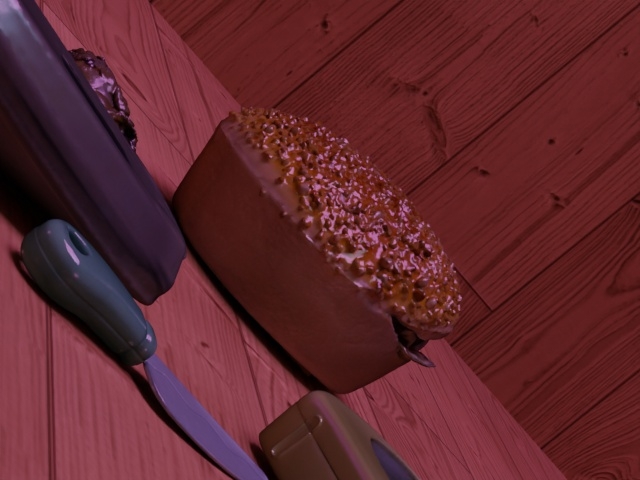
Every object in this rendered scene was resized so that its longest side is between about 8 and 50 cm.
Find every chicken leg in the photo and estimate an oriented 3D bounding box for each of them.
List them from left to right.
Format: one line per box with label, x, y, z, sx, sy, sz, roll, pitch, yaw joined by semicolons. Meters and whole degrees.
chicken leg;-0.172;-0.072;1.571;0.198;0.069;0.085;61;-14;26

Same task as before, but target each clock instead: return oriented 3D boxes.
clock;0.057;0.219;1.421;0.232;0.069;0.170;47;6;-41

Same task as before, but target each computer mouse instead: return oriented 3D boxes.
computer mouse;-0.201;-0.096;1.322;0.331;0.095;0.197;58;4;-20

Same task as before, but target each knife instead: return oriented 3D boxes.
knife;-0.100;0.086;1.259;0.260;0.035;0.063;51;8;-28

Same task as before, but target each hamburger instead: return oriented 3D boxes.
hamburger;0.000;0.000;1.844;0.302;0.170;0.302;49;6;-6
